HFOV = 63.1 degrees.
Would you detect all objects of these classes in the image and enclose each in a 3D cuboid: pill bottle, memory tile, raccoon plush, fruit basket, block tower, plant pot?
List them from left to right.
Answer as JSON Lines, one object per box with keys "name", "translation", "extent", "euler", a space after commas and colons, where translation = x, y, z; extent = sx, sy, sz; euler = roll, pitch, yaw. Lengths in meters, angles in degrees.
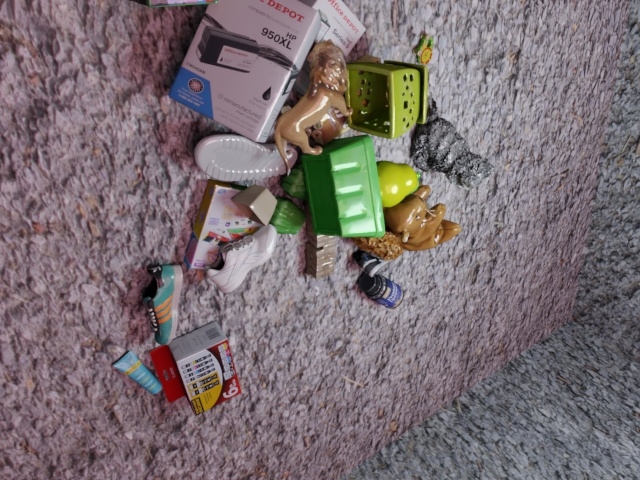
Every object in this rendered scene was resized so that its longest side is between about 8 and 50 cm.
{"name": "plant pot", "translation": [-0.213, -0.127, 1.763], "extent": [0.096, 0.109, 0.109], "euler": [-53, 134, -17]}
{"name": "memory tile", "translation": [-0.063, -0.404, 1.781], "extent": [0.148, 0.012, 0.113], "euler": [11, 134, 3]}
{"name": "block tower", "translation": [0.000, 0.000, 2.080], "extent": [0.091, 0.097, 0.335], "euler": [-16, 125, -27]}
{"name": "fruit basket", "translation": [0.154, -0.196, 1.878], "extent": [0.392, 0.283, 0.391], "euler": [-3, 96, -37]}
{"name": "pill bottle", "translation": [0.277, 0.226, 2.389], "extent": [0.219, 0.123, 0.122], "euler": [30, 96, -43]}
{"name": "plant pot", "translation": [0.234, -0.490, 1.761], "extent": [0.207, 0.228, 0.227], "euler": [-24, 125, -31]}
{"name": "raccoon plush", "translation": [0.506, -0.382, 2.080], "extent": [0.216, 0.299, 0.446], "euler": [-47, 132, -4]}

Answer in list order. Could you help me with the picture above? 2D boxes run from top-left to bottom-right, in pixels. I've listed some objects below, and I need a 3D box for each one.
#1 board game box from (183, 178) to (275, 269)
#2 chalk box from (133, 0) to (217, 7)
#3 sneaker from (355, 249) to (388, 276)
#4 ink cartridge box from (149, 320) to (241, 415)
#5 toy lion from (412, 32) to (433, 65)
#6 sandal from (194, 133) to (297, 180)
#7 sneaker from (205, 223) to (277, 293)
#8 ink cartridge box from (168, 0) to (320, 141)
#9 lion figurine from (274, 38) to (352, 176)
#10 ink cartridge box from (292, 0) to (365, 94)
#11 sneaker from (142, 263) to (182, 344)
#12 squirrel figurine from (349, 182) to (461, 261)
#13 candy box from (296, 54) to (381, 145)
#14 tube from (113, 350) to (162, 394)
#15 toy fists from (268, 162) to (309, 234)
{"name": "board game box", "translation": [-0.321, -0.042, 1.844], "extent": [0.242, 0.064, 0.316], "euler": [9, 110, -39]}
{"name": "chalk box", "translation": [-0.371, -0.679, 1.286], "extent": [0.179, 0.289, 0.180], "euler": [-17, 125, -27]}
{"name": "sneaker", "translation": [0.224, 0.086, 2.304], "extent": [0.079, 0.121, 0.217], "euler": [-51, 168, 16]}
{"name": "ink cartridge box", "translation": [-0.475, 0.510, 2.012], "extent": [0.272, 0.130, 0.309], "euler": [-23, 127, -22]}
{"name": "toy lion", "translation": [0.400, -0.725, 1.990], "extent": [0.096, 0.034, 0.100], "euler": [16, 105, -48]}
{"name": "sandal", "translation": [-0.256, -0.283, 1.737], "extent": [0.417, 0.102, 0.169], "euler": [0, 131, -49]}
{"name": "sneaker", "translation": [-0.272, 0.050, 1.820], "extent": [0.297, 0.111, 0.129], "euler": [-47, 127, -5]}
{"name": "ink cartridge box", "translation": [-0.210, -0.520, 1.492], "extent": [0.286, 0.166, 0.394], "euler": [27, 100, -3]}
{"name": "lion figurine", "translation": [-0.037, -0.402, 1.608], "extent": [0.392, 0.142, 0.240], "euler": [-57, 152, -5]}
{"name": "ink cartridge box", "translation": [-0.026, -0.637, 1.670], "extent": [0.211, 0.121, 0.289], "euler": [32, 95, -42]}
{"name": "sneaker", "translation": [-0.562, 0.224, 1.806], "extent": [0.121, 0.108, 0.301], "euler": [1, 107, -35]}
{"name": "squirrel figurine", "translation": [0.321, -0.051, 2.113], "extent": [0.397, 0.280, 0.370], "euler": [-36, 169, 20]}
{"name": "candy box", "translation": [0.088, -0.501, 1.854], "extent": [0.317, 0.088, 0.182], "euler": [-35, 129, -15]}
{"name": "tube", "translation": [-0.667, 0.491, 1.924], "extent": [0.080, 0.052, 0.207], "euler": [-44, 127, -16]}
{"name": "toy fists", "translation": [-0.103, -0.153, 1.918], "extent": [0.142, 0.096, 0.279], "euler": [19, 102, -54]}
